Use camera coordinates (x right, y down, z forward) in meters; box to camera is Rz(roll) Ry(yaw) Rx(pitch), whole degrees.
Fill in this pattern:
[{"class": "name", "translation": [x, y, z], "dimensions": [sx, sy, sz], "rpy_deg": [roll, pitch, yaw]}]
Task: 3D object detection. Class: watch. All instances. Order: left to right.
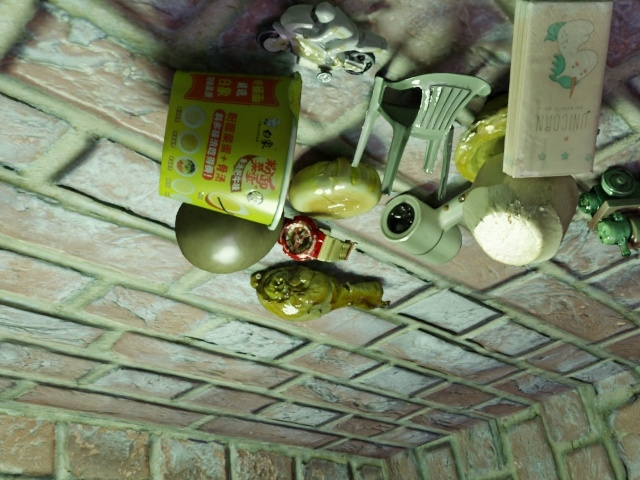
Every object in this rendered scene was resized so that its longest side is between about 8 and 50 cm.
[{"class": "watch", "translation": [0.001, 0.001, 1.801], "dimensions": [0.165, 0.102, 0.268], "rpy_deg": [25, -172, 31]}]

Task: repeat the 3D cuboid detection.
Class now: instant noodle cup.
[{"class": "instant noodle cup", "translation": [-0.170, -0.182, 1.380], "dimensions": [0.222, 0.311, 0.311], "rpy_deg": [8, 147, -11]}]

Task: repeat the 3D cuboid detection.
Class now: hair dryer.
[{"class": "hair dryer", "translation": [0.342, -0.083, 1.835], "dimensions": [0.362, 0.128, 0.203], "rpy_deg": [-34, 140, 27]}]

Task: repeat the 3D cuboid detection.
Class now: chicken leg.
[{"class": "chicken leg", "translation": [0.018, 0.153, 2.136], "dimensions": [0.430, 0.152, 0.201], "rpy_deg": [4, 160, -34]}]

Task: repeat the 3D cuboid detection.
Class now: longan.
[{"class": "longan", "translation": [-0.199, -0.036, 1.666], "dimensions": [0.249, 0.248, 0.248], "rpy_deg": [-7, 149, -4]}]

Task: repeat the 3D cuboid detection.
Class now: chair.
[{"class": "chair", "translation": [0.204, -0.228, 1.490], "dimensions": [0.204, 0.190, 0.274], "rpy_deg": [1, 119, -18]}]

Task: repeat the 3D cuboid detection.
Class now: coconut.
[{"class": "coconut", "translation": [0.416, -0.076, 1.553], "dimensions": [0.241, 0.241, 0.241], "rpy_deg": [-7, 149, -4]}]

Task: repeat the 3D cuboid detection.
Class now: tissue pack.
[{"class": "tissue pack", "translation": [0.437, -0.282, 1.393], "dimensions": [0.170, 0.071, 0.325], "rpy_deg": [-6, 113, -11]}]

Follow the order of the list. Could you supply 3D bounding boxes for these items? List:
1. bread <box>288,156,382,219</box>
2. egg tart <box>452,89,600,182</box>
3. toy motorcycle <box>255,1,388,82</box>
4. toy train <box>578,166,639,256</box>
[{"class": "bread", "translation": [0.035, -0.119, 1.687], "dimensions": [0.214, 0.104, 0.213], "rpy_deg": [-1, 155, 0]}, {"class": "egg tart", "translation": [0.425, -0.228, 1.605], "dimensions": [0.315, 0.120, 0.315], "rpy_deg": [-5, 150, -3]}, {"class": "toy motorcycle", "translation": [0.007, -0.358, 1.320], "dimensions": [0.229, 0.074, 0.151], "rpy_deg": [12, 150, -16]}, {"class": "toy train", "translation": [0.808, -0.064, 1.879], "dimensions": [0.305, 0.221, 0.150], "rpy_deg": [-5, 149, -8]}]
